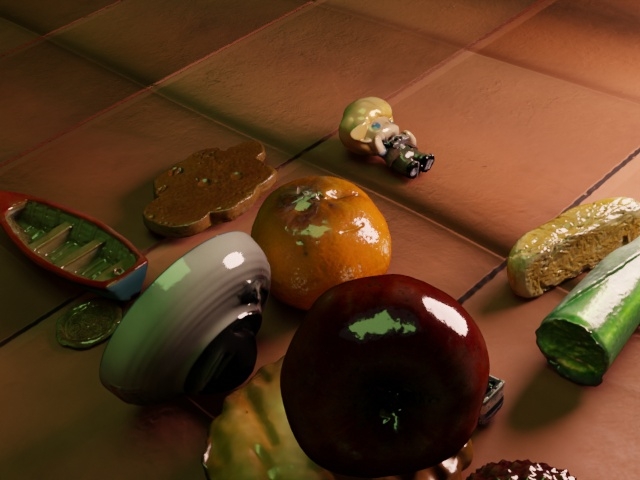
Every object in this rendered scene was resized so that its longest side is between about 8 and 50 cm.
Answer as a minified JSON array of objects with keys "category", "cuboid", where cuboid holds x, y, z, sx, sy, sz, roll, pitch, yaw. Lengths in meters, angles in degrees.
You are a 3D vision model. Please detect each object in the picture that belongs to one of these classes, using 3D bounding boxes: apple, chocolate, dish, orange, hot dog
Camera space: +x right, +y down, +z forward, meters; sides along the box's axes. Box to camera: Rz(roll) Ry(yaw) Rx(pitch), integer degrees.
[{"category":"apple","cuboid":[0.071,0.139,0.946,0.233,0.234,0.234,-6,38,5]},{"category":"chocolate","cuboid":[0.409,0.069,1.205,0.110,0.110,0.291,23,46,35]},{"category":"dish","cuboid":[-0.141,0.133,1.152,0.134,0.273,0.273,40,56,15]},{"category":"orange","cuboid":[0.000,0.000,1.324,0.224,0.170,0.224,-8,39,6]},{"category":"hot dog","cuboid":[0.371,0.002,1.307,0.242,0.084,0.073,-25,41,-16]}]

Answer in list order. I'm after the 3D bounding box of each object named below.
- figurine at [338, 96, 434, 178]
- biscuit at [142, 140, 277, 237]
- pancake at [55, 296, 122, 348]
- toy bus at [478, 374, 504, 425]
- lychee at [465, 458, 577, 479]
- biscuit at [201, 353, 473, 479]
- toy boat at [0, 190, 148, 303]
[{"category":"figurine","cuboid":[0.115,-0.182,1.587,0.114,0.108,0.196,-32,48,-19]},{"category":"biscuit","cuboid":[-0.199,-0.095,1.593,0.208,0.041,0.290,19,46,31]},{"category":"pancake","cuboid":[-0.363,0.128,1.375,0.114,0.011,0.115,-7,36,6]},{"category":"toy bus","cuboid":[0.184,0.192,1.130,0.102,0.058,0.052,22,48,41]},{"category":"lychee","cuboid":[0.201,0.303,0.892,0.188,0.188,0.188,-6,38,5]},{"category":"biscuit","cuboid":[0.024,0.255,1.053,0.325,0.107,0.326,-7,35,5]},{"category":"toy boat","cuboid":[-0.438,0.006,1.486,0.392,0.079,0.136,23,45,36]}]
